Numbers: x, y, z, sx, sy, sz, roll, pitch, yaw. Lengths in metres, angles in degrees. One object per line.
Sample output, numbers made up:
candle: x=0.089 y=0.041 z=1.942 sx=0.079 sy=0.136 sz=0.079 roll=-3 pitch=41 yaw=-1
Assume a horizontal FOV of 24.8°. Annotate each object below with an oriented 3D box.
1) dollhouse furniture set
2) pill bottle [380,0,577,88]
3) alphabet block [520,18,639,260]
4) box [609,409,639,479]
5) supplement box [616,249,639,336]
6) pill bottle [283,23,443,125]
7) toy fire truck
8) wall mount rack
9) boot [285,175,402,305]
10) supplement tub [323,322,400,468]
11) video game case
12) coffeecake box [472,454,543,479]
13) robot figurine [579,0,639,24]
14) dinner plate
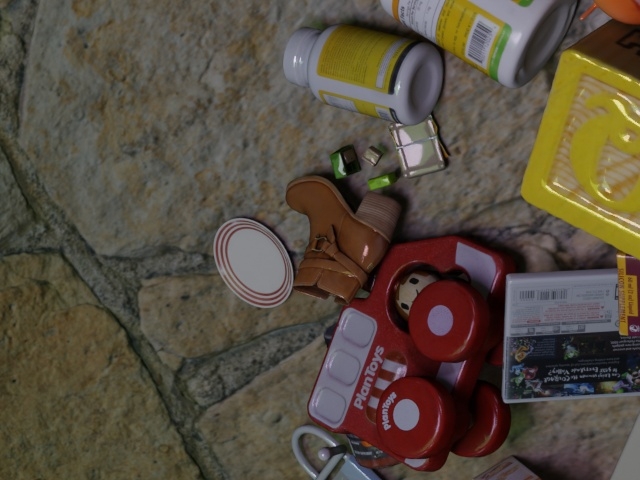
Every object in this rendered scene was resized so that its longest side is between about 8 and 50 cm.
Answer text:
dollhouse furniture set: x=0.093 y=-0.112 z=1.858 sx=0.151 sy=0.058 sz=0.076 roll=-15 pitch=97 yaw=22
pill bottle: x=0.152 y=-0.287 z=1.636 sx=0.245 sy=0.136 sz=0.136 roll=35 pitch=130 yaw=19
alphabet block: x=0.353 y=-0.115 z=1.531 sx=0.193 sy=0.197 sz=0.192 roll=28 pitch=128 yaw=23
box: x=0.414 y=0.270 z=1.756 sx=0.094 sy=0.113 sz=0.275 roll=29 pitch=130 yaw=21
supplement box: x=0.429 y=0.050 z=1.615 sx=0.188 sy=0.081 sz=0.104 roll=3 pitch=116 yaw=22
pill bottle: x=0.050 y=-0.208 z=1.783 sx=0.184 sy=0.103 sz=0.103 roll=18 pitch=124 yaw=30
toy fire truck: x=0.118 y=0.132 z=1.839 sx=0.254 sy=0.169 sz=0.302 roll=24 pitch=99 yaw=37
wall mount rack: x=0.070 y=0.399 z=2.060 sx=0.350 sy=0.130 sz=0.304 roll=42 pitch=144 yaw=10
boot: x=0.000 y=0.000 z=1.889 sx=0.197 sy=0.152 sz=0.073 roll=12 pitch=158 yaw=44
supplement tub: x=0.067 y=0.205 z=1.995 sx=0.106 sy=0.106 sz=0.198 roll=-8 pitch=108 yaw=40
video game case: x=0.313 y=0.113 z=1.735 sx=0.190 sy=0.022 sz=0.173 roll=-3 pitch=117 yaw=-3
coffeecake box: x=0.275 y=0.367 z=1.875 sx=0.142 sy=0.068 sz=0.185 roll=59 pitch=176 yaw=-4
robot figurine: x=0.355 y=-0.295 z=1.464 sx=0.219 sy=0.128 sz=0.158 roll=-23 pitch=89 yaw=32
dinner plate: x=-0.093 y=0.030 z=2.086 sx=0.141 sy=0.017 sz=0.141 roll=19 pitch=125 yaw=30
